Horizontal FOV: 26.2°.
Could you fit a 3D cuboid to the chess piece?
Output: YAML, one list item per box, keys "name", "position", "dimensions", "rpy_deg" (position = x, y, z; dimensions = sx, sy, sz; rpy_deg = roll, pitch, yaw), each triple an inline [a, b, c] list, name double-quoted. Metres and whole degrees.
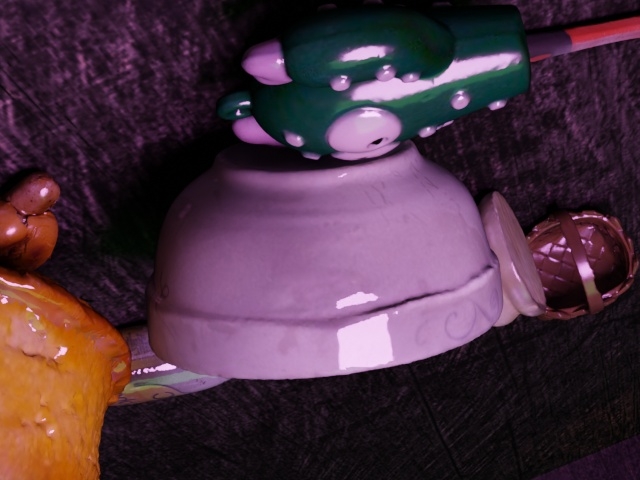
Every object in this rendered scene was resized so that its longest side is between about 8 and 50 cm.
- name: "chess piece"
  position: [0.105, 0.058, 1.510]
  dimensions: [0.251, 0.144, 0.144]
  rpy_deg: [-23, 157, 16]

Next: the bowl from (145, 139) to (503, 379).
- name: "bowl"
  position: [0.000, 0.000, 1.168]
  dimensions: [0.307, 0.163, 0.307]
  rpy_deg: [-3, -165, 1]

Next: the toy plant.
- name: "toy plant"
  position: [0.037, -0.123, 1.063]
  dimensions: [0.243, 0.112, 0.232]
  rpy_deg: [-6, 167, -21]

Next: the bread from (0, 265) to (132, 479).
- name: "bread"
  position: [-0.355, 0.143, 1.131]
  dimensions: [0.398, 0.215, 0.398]
  rpy_deg: [-2, 154, -1]

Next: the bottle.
- name: "bottle"
  position: [-0.229, 0.138, 1.452]
  dimensions: [0.270, 0.083, 0.083]
  rpy_deg: [-10, 155, -10]

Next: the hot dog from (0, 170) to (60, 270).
- name: "hot dog"
  position: [-0.265, -0.006, 1.145]
  dimensions: [0.090, 0.060, 0.140]
  rpy_deg: [-5, 161, -36]

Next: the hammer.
- name: "hammer"
  position: [0.215, -0.176, 1.218]
  dimensions: [0.288, 0.033, 0.111]
  rpy_deg: [-14, 156, -17]

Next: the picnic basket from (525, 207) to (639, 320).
- name: "picnic basket"
  position: [0.297, 0.025, 1.595]
  dimensions: [0.138, 0.128, 0.178]
  rpy_deg: [-24, 166, 1]
